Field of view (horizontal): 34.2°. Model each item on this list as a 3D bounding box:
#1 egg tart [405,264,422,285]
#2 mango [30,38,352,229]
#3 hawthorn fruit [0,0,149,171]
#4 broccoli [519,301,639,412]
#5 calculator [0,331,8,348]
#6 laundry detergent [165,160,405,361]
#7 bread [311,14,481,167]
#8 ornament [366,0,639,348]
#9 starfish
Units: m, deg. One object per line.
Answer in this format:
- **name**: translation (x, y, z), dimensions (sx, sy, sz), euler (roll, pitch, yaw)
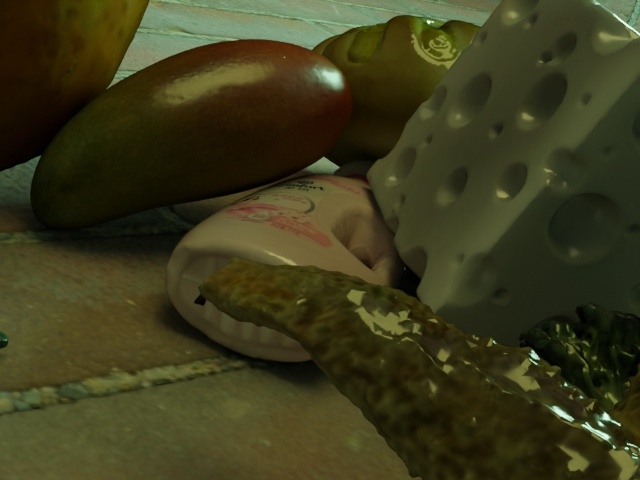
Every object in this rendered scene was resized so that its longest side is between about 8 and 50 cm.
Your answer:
- **egg tart**: translation (0.115, 0.024, 0.978), dimensions (0.105, 0.039, 0.105), euler (16, 21, -6)
- **mango**: translation (-0.102, -0.094, 0.873), dimensions (0.289, 0.129, 0.146), euler (-25, 4, -38)
- **hawthorn fruit**: translation (-0.340, -0.287, 0.839), dimensions (0.472, 0.471, 0.471), euler (16, 21, -6)
- **broccoli**: translation (0.196, 0.172, 0.584), dimensions (0.165, 0.145, 0.304), euler (8, 35, -14)
- **calculator**: translation (-0.259, 0.057, 0.622), dimensions (0.141, 0.019, 0.094), euler (-2, 27, -41)
- **laundry detergent**: translation (0.000, 0.000, 0.876), dimensions (0.159, 0.087, 0.335), euler (22, 21, 12)
- **bread**: translation (0.120, -0.132, 1.078), dimensions (0.333, 0.160, 0.333), euler (17, -6, 2)
- **ornament**: translation (0.215, -0.033, 0.823), dimensions (0.239, 0.239, 0.240), euler (29, 21, -23)
- **starfish**: translation (0.093, 0.105, 0.498), dimensions (0.432, 0.082, 0.324), euler (-8, 52, -19)
